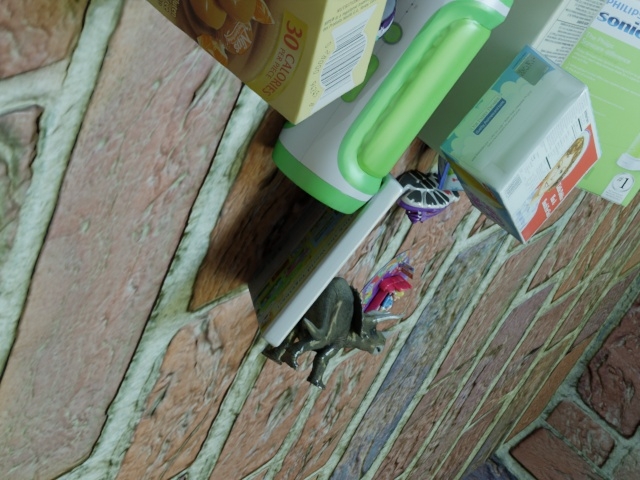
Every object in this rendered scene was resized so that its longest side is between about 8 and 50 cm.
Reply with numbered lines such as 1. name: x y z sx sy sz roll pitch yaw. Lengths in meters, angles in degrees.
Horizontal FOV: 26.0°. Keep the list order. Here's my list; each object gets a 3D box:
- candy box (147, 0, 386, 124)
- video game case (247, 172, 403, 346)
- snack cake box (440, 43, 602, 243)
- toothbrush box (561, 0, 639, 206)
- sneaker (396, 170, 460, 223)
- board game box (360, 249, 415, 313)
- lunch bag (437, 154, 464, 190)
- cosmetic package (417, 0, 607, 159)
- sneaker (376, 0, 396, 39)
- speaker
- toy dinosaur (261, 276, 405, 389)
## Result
1. candy box: -0.028 -0.257 0.986 0.087 0.183 0.316 -36 157 -34
2. video game case: 0.000 0.000 1.603 0.227 0.026 0.206 -51 -165 7
3. snack cake box: 0.238 -0.104 1.605 0.152 0.089 0.264 -50 161 -1
4. toothbrush box: 0.402 -0.218 1.922 0.122 0.206 0.283 -89 -157 -55
5. sneaker: 0.142 -0.050 1.928 0.071 0.068 0.170 -49 162 17
6. board game box: 0.104 0.091 2.156 0.133 0.033 0.169 -42 159 -21
7. lunch bag: 0.227 -0.134 1.833 0.151 0.128 0.096 102 -10 -59
8. cosmetic package: 0.215 -0.244 1.622 0.296 0.129 0.153 -56 161 18
9. sneaker: 0.007 -0.231 1.272 0.223 0.083 0.098 -26 145 -47
10. speaker: 0.076 -0.176 1.454 0.296 0.131 0.131 -54 160 13
11. toy dinosaur: -0.002 0.106 1.881 0.160 0.121 0.313 -59 157 -8
